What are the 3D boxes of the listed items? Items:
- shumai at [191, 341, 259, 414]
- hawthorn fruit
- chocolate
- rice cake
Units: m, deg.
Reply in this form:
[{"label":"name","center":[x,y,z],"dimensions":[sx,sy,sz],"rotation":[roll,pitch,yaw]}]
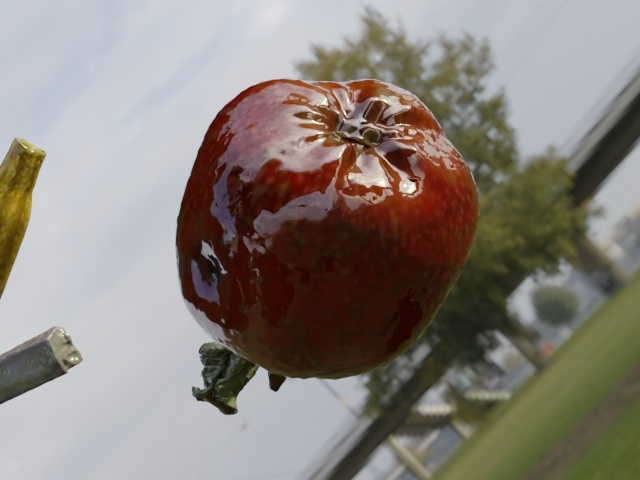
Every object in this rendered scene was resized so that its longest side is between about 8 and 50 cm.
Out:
[{"label":"shumai","center":[-0.095,0.146,1.601],"dimensions":[0.082,0.080,0.083],"rotation":[-6,-5,-43]},{"label":"hawthorn fruit","center":[0.000,0.000,1.363],"dimensions":[0.275,0.275,0.299],"rotation":[-22,-49,-68]},{"label":"chocolate","center":[-0.372,-0.011,1.702],"dimensions":[0.219,0.086,0.085],"rotation":[-64,-13,10]},{"label":"rice cake","center":[-0.292,0.125,1.310],"dimensions":[0.207,0.047,0.036],"rotation":[-25,4,33]}]
